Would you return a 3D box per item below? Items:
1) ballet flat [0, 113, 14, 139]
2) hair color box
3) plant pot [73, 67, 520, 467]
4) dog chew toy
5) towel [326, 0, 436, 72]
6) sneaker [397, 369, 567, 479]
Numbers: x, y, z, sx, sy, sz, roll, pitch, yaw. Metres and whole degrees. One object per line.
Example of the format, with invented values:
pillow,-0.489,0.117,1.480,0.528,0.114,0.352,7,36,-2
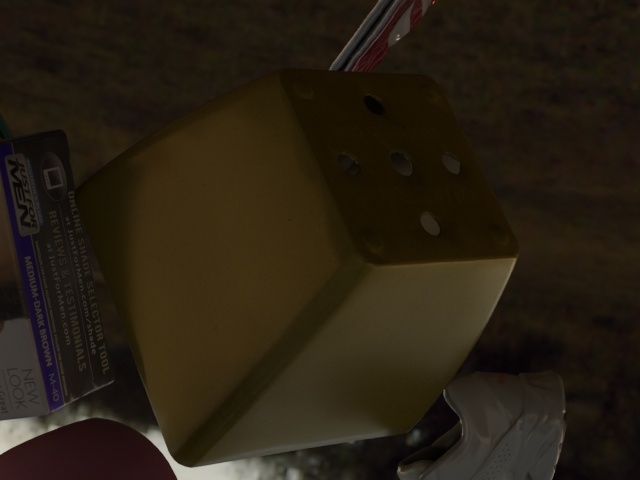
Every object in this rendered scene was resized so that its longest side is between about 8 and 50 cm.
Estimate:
ballet flat,-0.396,-0.147,1.749,0.077,0.231,0.077,-27,157,3
hair color box,-0.331,0.041,1.101,0.339,0.185,0.110,-9,-174,19
plant pot,0.000,0.000,1.013,0.212,0.212,0.187,-2,149,-42
dog chew toy,-0.203,0.343,1.484,0.207,0.331,0.206,-22,170,-4
towel,0.133,-0.288,1.609,0.037,0.329,0.237,41,136,2
sneaker,0.111,0.201,1.168,0.115,0.232,0.090,10,-173,3
